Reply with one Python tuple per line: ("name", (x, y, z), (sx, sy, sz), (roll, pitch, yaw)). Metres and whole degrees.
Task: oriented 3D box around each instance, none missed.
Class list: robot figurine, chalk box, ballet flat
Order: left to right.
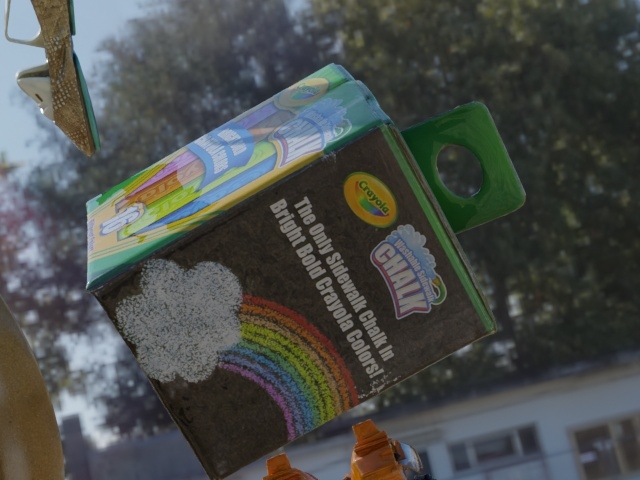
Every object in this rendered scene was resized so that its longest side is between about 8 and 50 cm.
("ballet flat", (-0.248, -0.172, 1.102), (0.067, 0.206, 0.073), (-11, 16, -12))
("chalk box", (0.000, 0.000, 0.872), (0.288, 0.180, 0.179), (-29, 23, 0))
("robot figurine", (0.042, 0.295, 1.381), (0.211, 0.085, 0.291), (-21, -27, 3))

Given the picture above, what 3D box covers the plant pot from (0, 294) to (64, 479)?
("plant pot", (-0.253, 0.099, 0.809), (0.032, 0.236, 0.236), (-26, -1, -41))
